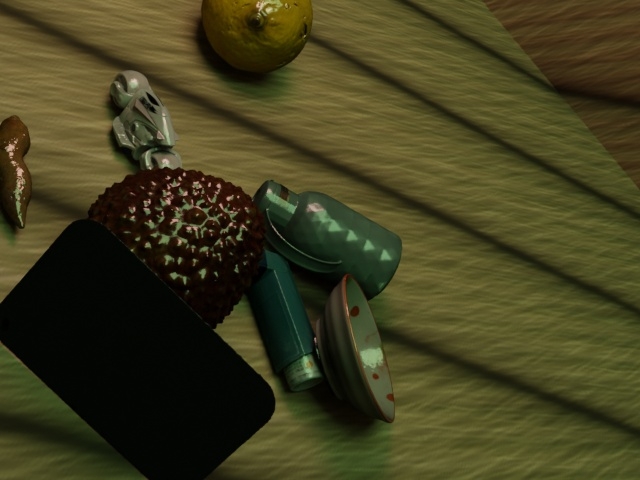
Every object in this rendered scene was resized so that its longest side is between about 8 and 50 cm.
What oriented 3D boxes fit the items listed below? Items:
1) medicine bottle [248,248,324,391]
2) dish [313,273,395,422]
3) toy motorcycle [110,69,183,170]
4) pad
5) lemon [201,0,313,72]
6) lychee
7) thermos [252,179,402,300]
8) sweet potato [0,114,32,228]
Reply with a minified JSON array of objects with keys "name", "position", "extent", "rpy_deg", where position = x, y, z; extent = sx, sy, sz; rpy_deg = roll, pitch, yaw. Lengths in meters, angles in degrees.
[{"name":"medicine bottle","position":[-0.076,0.128,1.474],"extent":[0.124,0.079,0.258],"rpy_deg":[2,58,-50]},{"name":"dish","position":[0.048,0.192,1.476],"extent":[0.260,0.085,0.260],"rpy_deg":[-17,90,-79]},{"name":"toy motorcycle","position":[-0.299,-0.201,1.522],"extent":[0.112,0.112,0.254],"rpy_deg":[-3,60,-41]},{"name":"pad","position":[-0.229,0.137,1.197],"extent":[0.375,0.315,0.063],"rpy_deg":[45,20,-4]},{"name":"lemon","position":[-0.130,-0.473,1.790],"extent":[0.228,0.228,0.254],"rpy_deg":[18,48,-29]},{"name":"lychee","position":[-0.228,0.016,1.301],"extent":[0.276,0.304,0.276],"rpy_deg":[-21,90,-82]},{"name":"thermos","position":[0.000,0.000,1.588],"extent":[0.286,0.145,0.182],"rpy_deg":[29,32,-18]},{"name":"sweet potato","position":[-0.479,-0.112,1.345],"extent":[0.065,0.051,0.218],"rpy_deg":[12,52,-36]}]
